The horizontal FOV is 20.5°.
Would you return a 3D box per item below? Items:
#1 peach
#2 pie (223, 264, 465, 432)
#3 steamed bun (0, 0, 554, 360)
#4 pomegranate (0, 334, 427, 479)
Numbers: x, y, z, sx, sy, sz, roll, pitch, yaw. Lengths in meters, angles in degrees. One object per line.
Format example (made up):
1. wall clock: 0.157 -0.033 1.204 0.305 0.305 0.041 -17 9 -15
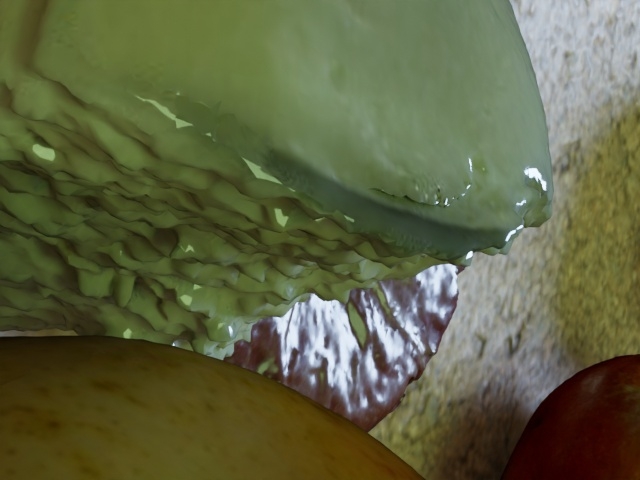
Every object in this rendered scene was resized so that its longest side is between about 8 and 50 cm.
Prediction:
1. peach: 0.202 0.172 1.046 0.243 0.199 0.243 8 79 -43
2. pie: 0.000 0.000 0.866 0.218 0.054 0.204 41 66 -48
3. steamed bun: -0.051 -0.073 0.616 0.290 0.272 0.274 26 76 -55
4. pomegranate: -0.097 0.241 0.552 0.416 0.416 0.417 -15 109 -50
